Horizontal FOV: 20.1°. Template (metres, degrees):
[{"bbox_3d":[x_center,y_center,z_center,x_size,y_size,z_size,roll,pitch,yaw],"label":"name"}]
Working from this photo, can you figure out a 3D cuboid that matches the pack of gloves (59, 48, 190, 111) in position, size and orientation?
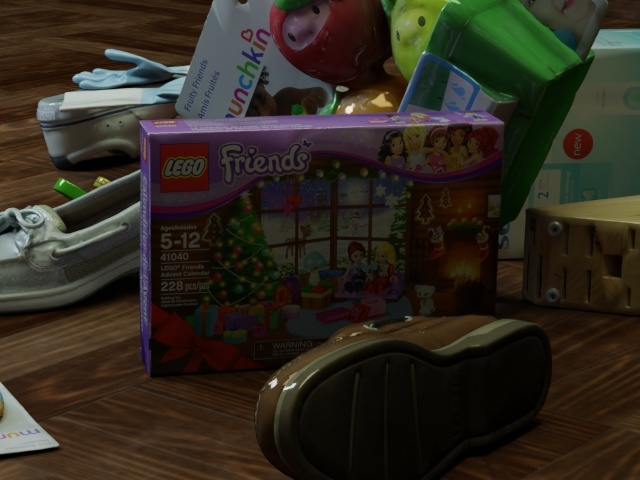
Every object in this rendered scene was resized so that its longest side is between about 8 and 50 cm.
[{"bbox_3d":[-0.187,-0.201,2.137,0.232,0.046,0.195,-4,16,-1],"label":"pack of gloves"}]

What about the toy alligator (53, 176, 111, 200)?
[{"bbox_3d":[-0.184,-0.011,1.796,0.189,0.056,0.051,27,-10,22],"label":"toy alligator"}]

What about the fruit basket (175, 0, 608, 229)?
[{"bbox_3d":[0.045,-0.159,1.624,0.353,0.327,0.165,31,31,12],"label":"fruit basket"}]

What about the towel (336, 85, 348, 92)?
[{"bbox_3d":[-0.008,-0.154,2.344,0.187,0.049,0.282,-6,15,-17],"label":"towel"}]

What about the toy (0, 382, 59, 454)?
[{"bbox_3d":[-0.300,0.101,1.346,0.137,0.056,0.237,-8,18,-27],"label":"toy"}]

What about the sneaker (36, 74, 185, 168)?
[{"bbox_3d":[-0.231,-0.148,2.216,0.258,0.091,0.094,-15,19,-34],"label":"sneaker"}]

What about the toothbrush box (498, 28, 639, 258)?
[{"bbox_3d":[0.272,-0.102,1.841,0.295,0.216,0.126,-1,15,-10],"label":"toothbrush box"}]

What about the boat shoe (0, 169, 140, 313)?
[{"bbox_3d":[-0.214,-0.013,1.655,0.320,0.103,0.118,-15,20,-21],"label":"boat shoe"}]

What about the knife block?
[{"bbox_3d":[0.346,0.002,1.708,0.275,0.088,0.242,5,15,16],"label":"knife block"}]

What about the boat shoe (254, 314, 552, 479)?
[{"bbox_3d":[0.042,0.111,1.264,0.104,0.111,0.307,8,6,37],"label":"boat shoe"}]

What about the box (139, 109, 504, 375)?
[{"bbox_3d":[0.000,0.000,1.468,0.293,0.201,0.057,-3,16,-14],"label":"box"}]
